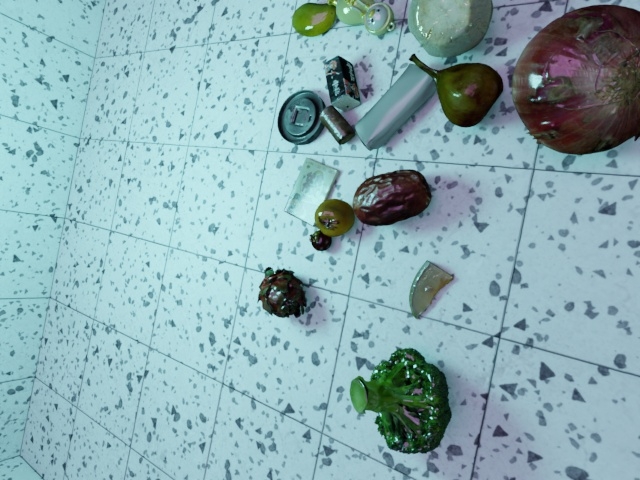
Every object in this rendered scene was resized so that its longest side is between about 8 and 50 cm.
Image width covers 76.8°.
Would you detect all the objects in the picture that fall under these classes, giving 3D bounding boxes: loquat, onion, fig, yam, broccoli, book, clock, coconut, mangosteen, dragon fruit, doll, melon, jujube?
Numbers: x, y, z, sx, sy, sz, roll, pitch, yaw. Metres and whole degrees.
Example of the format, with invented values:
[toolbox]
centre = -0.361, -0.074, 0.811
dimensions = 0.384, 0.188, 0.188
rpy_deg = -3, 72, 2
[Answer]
[loquat]
centre = 0.048, -0.081, 1.417
dimensions = 0.141, 0.141, 0.140
rpy_deg = -4, 83, 31
[onion]
centre = 0.646, -0.380, 0.987
dimensions = 0.354, 0.354, 0.353
rpy_deg = -4, 83, 31
[fig]
centre = 0.411, -0.481, 1.194
dimensions = 0.191, 0.191, 0.290
rpy_deg = -32, 82, 25
[yam]
centre = 0.059, -0.419, 1.469
dimensions = 0.079, 0.079, 0.141
rpy_deg = -40, 78, 21
[broccoli]
centre = 0.226, 0.471, 1.167
dimensions = 0.298, 0.298, 0.297
rpy_deg = -26, 60, 57
[book]
centre = -0.038, -0.186, 1.546
dimensions = 0.162, 0.022, 0.231
rpy_deg = 29, 100, 30
[clock]
centre = -0.072, -0.481, 1.586
dimensions = 0.215, 0.042, 0.214
rpy_deg = -4, 82, 31
[coconut]
centre = 0.396, -0.683, 1.222
dimensions = 0.245, 0.247, 0.244
rpy_deg = 13, 121, 23
[mangosteen]
centre = 0.002, 0.001, 1.469
dimensions = 0.081, 0.081, 0.080
rpy_deg = -4, 83, 31
[dragon fruit]
centre = -0.144, 0.197, 1.485
dimensions = 0.182, 0.182, 0.188
rpy_deg = -40, 26, 21
[doll]
centre = 0.153, -0.828, 1.443
dimensions = 0.296, 0.117, 0.141
rpy_deg = 44, 110, 27
[melon]
centre = 0.327, 0.157, 1.283
dimensions = 0.098, 0.054, 0.182
rpy_deg = 38, 105, 13
[jujube]
centre = 0.220, -0.138, 1.290
dimensions = 0.243, 0.183, 0.183
rpy_deg = -21, 74, 27

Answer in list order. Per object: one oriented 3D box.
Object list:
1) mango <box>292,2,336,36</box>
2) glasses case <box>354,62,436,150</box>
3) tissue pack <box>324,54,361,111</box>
[mango]
centre = -0.029, -0.863, 1.576
dimensions = 0.191, 0.086, 0.121
rpy_deg = 17, 91, 32
[glasses case]
centre = 0.249, -0.448, 1.367
dimensions = 0.308, 0.083, 0.128
rpy_deg = -45, 59, 20
[tissue pack]
centre = 0.079, -0.571, 1.471
dimensions = 0.091, 0.103, 0.170
rpy_deg = -22, 73, 35
